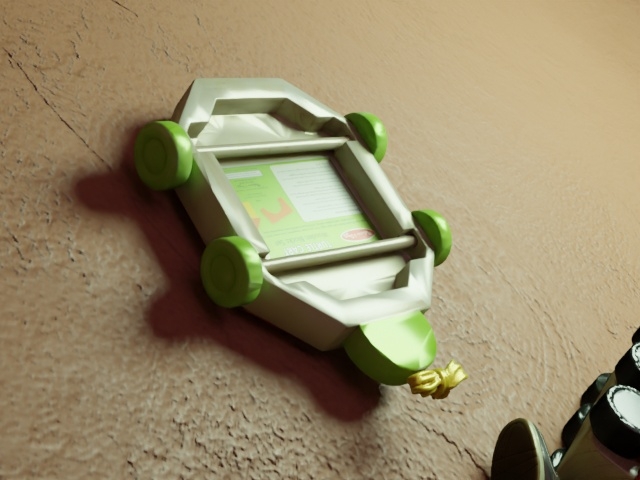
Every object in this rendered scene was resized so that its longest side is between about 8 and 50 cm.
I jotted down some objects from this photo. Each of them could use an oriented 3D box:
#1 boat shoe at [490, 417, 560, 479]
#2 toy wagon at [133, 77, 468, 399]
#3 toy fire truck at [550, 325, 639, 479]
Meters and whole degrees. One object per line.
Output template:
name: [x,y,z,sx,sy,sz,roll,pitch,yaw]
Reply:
boat shoe: [0.178,0.221,0.975,0.049,0.056,0.152,22,50,-32]
toy wagon: [0.000,0.000,1.020,0.267,0.068,0.344,-9,60,-46]
toy fire truck: [0.334,0.223,1.056,0.246,0.158,0.217,37,35,10]
